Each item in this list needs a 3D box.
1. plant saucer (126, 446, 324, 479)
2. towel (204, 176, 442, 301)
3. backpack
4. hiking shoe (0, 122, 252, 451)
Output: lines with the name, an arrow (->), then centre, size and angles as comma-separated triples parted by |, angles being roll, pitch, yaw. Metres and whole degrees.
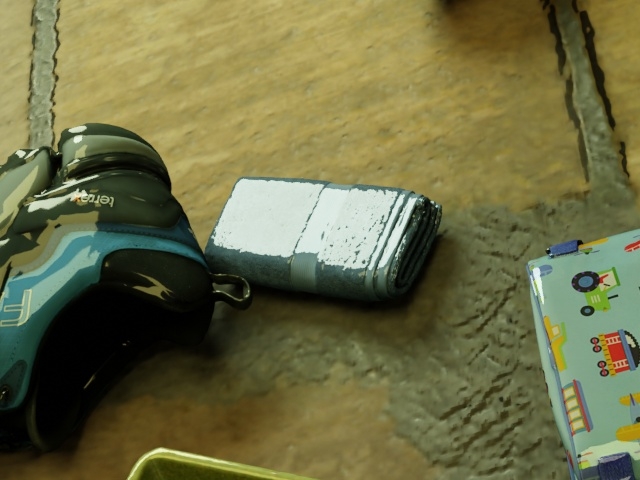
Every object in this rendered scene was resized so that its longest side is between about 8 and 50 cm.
plant saucer -> -0.020, 0.188, 0.681 | 0.188, 0.045, 0.188 | 8, 52, 20
towel -> 0.000, 0.000, 0.867 | 0.119, 0.029, 0.067 | 7, 56, 31
backpack -> 0.183, 0.059, 0.664 | 0.173, 0.117, 0.158 | -13, 48, 12
hiking shoe -> -0.192, 0.065, 0.851 | 0.304, 0.113, 0.132 | -37, 56, 3
